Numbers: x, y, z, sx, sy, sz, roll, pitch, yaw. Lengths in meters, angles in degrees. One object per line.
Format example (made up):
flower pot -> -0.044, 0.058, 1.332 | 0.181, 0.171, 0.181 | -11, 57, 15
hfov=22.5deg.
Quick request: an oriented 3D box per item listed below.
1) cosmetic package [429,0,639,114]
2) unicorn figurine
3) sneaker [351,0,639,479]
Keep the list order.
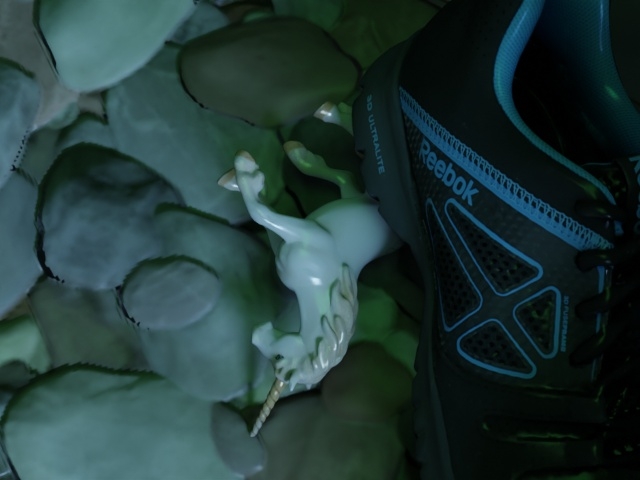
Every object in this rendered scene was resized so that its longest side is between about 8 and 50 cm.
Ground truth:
cosmetic package -> 0.128, -0.195, 0.859 | 0.309, 0.113, 0.160 | 31, 68, 12
unicorn figurine -> 0.000, 0.000, 0.790 | 0.162, 0.060, 0.111 | -35, 82, -22
sneaker -> 0.110, 0.035, 0.717 | 0.125, 0.139, 0.341 | -8, 70, -32
